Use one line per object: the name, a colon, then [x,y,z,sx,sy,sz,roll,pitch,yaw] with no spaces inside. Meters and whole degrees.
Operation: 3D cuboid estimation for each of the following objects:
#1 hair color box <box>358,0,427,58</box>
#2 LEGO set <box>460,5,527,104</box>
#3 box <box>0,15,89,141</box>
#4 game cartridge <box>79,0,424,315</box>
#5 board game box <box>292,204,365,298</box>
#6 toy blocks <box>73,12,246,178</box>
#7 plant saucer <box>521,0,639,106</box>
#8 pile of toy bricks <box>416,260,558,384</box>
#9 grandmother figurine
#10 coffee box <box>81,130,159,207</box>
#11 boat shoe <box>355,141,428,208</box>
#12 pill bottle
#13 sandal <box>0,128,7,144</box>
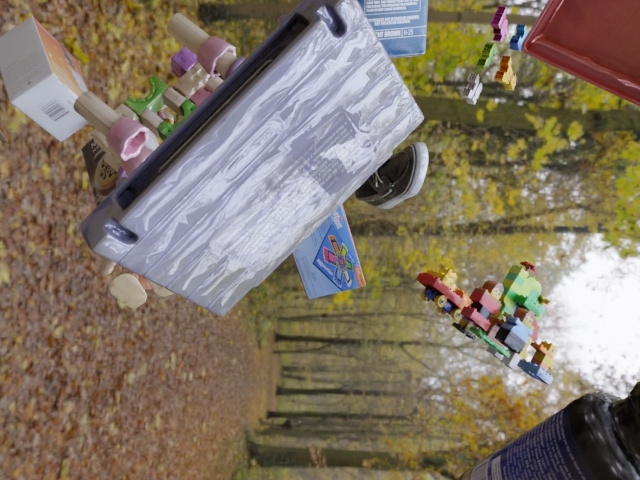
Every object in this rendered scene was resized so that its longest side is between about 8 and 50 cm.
hair color box: [0.059,-0.422,0.778,0.174,0.105,0.348,-130,-146,-58]
LEGO set: [0.400,-0.388,1.354,0.093,0.086,0.227,39,74,-57]
box: [-0.494,-0.290,1.104,0.171,0.091,0.130,60,4,28]
game cartridge: [-0.058,-0.081,0.682,0.068,0.355,0.230,48,4,33]
board game box: [0.000,0.000,1.399,0.027,0.144,0.282,-87,162,-61]
toy blocks: [-0.239,-0.191,1.147,0.289,0.260,0.309,-50,174,-19]
plant saucer: [0.465,-0.333,0.870,0.259,0.258,0.048,113,3,-50]
pile of toy bricks: [0.221,0.075,0.714,0.105,0.212,0.118,-57,-150,-8]
grandmother figurine: [-0.359,0.003,1.270,0.342,0.207,0.104,-125,-154,-58]
coffee box: [-0.491,-0.169,1.570,0.118,0.168,0.297,33,22,-50]
boat shoe: [0.183,-0.163,1.661,0.335,0.119,0.121,128,-37,-65]
pill bottle: [0.228,0.208,0.525,0.219,0.122,0.123,-47,-156,30]
sandal: [-0.404,-0.156,0.658,0.072,0.049,0.180,55,-6,16]
